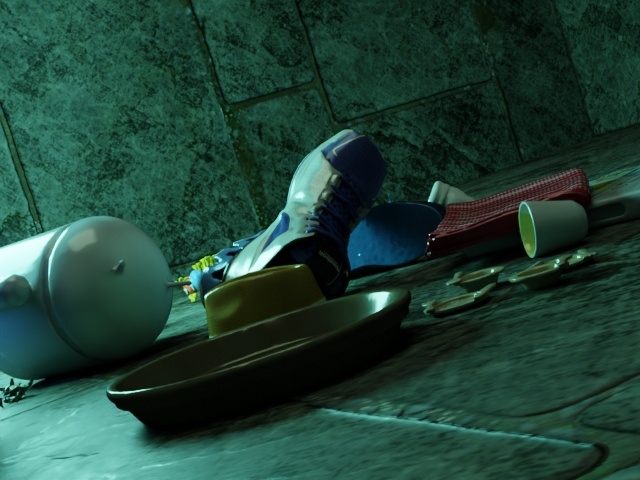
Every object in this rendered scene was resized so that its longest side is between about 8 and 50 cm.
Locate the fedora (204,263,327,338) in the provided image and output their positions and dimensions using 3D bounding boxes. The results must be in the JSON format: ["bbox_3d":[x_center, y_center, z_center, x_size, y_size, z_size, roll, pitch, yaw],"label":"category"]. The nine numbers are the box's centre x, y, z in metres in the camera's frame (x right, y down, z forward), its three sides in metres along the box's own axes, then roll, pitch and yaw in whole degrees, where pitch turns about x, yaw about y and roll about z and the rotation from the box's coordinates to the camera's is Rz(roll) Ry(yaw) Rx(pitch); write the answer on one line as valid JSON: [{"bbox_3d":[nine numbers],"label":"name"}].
[{"bbox_3d":[-0.060,0.072,1.203,0.194,0.079,0.194,-18,3,1],"label":"fedora"}]

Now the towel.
[{"bbox_3d":[0.236,-0.043,1.390,0.198,0.031,0.275,-18,6,14],"label":"towel"}]

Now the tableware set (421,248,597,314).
[{"bbox_3d":[0.178,0.035,1.058,0.168,0.020,0.141,-17,3,21],"label":"tableware set"}]

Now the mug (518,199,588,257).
[{"bbox_3d":[0.255,-0.018,1.227,0.064,0.062,0.078,-10,9,-4],"label":"mug"}]

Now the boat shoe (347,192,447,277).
[{"bbox_3d":[0.083,-0.008,1.630,0.258,0.109,0.089,-13,2,36],"label":"boat shoe"}]

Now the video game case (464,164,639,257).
[{"bbox_3d":[0.385,-0.059,1.446,0.300,0.036,0.329,-15,5,38],"label":"video game case"}]

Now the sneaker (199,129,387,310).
[{"bbox_3d":[-0.001,0.001,1.465,0.315,0.127,0.182,-48,26,-18],"label":"sneaker"}]

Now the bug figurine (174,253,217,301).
[{"bbox_3d":[-0.165,0.062,2.110,0.216,0.072,0.279,-12,-3,-10],"label":"bug figurine"}]

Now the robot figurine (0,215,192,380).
[{"bbox_3d":[-0.348,0.082,1.560,0.353,0.200,0.300,-16,-11,36],"label":"robot figurine"}]

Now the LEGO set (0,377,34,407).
[{"bbox_3d":[-0.398,0.201,1.446,0.054,0.023,0.083,-19,16,10],"label":"LEGO set"}]

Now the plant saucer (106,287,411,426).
[{"bbox_3d":[-0.049,0.102,0.977,0.277,0.041,0.278,-18,4,1],"label":"plant saucer"}]

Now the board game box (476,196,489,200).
[{"bbox_3d":[0.274,-0.051,2.011,0.168,0.033,0.133,-13,-3,-11],"label":"board game box"}]

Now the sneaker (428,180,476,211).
[{"bbox_3d":[0.215,-0.029,1.679,0.094,0.080,0.212,17,-4,13],"label":"sneaker"}]
